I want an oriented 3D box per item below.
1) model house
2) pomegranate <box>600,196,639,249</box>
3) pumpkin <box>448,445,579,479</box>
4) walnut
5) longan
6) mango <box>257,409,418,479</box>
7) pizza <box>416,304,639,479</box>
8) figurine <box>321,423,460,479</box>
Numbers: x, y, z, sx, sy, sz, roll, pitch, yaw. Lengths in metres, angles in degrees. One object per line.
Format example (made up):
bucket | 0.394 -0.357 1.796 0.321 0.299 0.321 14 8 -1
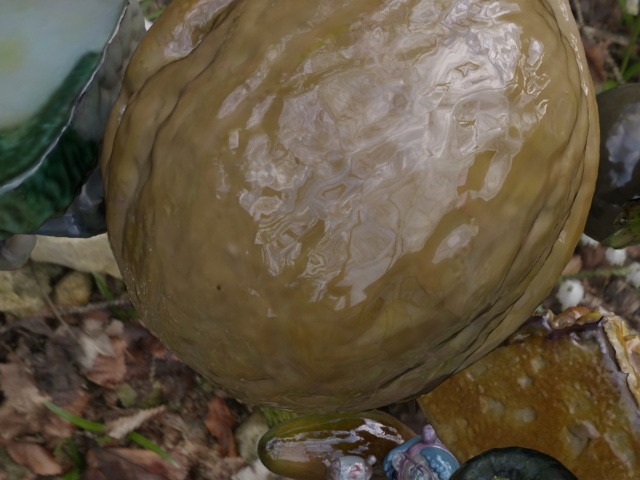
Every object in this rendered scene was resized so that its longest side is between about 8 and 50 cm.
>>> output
model house | -0.261 -0.052 0.817 0.298 0.284 0.243 6 59 15
pomegranate | 0.492 -0.045 1.367 0.263 0.211 0.211 -12 67 33
pumpkin | 0.196 0.291 1.080 0.167 0.125 0.167 -31 39 30
walnut | 0.022 -0.047 0.663 0.332 0.333 0.333 -2 70 5
longan | 0.472 -0.109 1.575 0.248 0.248 0.248 -2 70 5
mango | 0.037 0.307 1.563 0.267 0.133 0.111 6 50 -11
pizza | 0.275 0.198 1.227 0.408 0.114 0.278 19 110 27
figurine | 0.079 0.362 1.459 0.260 0.103 0.205 -44 94 -5
